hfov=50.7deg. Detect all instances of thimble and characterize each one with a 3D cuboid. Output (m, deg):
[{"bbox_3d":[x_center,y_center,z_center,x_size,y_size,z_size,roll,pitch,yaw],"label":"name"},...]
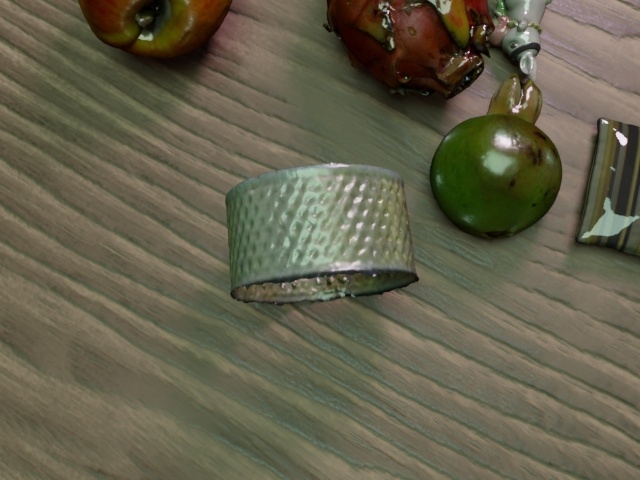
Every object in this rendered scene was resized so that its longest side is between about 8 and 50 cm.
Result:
[{"bbox_3d":[0.000,0.000,0.952,0.271,0.271,0.150,-7,78,5],"label":"thimble"}]

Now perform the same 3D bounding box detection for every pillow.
[{"bbox_3d":[0.507,-0.069,1.020,0.212,0.052,0.208,15,80,6],"label":"pillow"}]

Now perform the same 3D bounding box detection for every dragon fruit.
[{"bbox_3d":[0.137,-0.359,1.022,0.315,0.250,0.250,35,85,25],"label":"dragon fruit"}]

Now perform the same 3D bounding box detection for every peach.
[{"bbox_3d":[-0.260,-0.425,1.069,0.281,0.238,0.281,-24,52,35],"label":"peach"}]

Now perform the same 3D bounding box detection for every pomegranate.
[{"bbox_3d":[0.281,-0.120,0.999,0.241,0.159,0.190,-41,80,-7],"label":"pomegranate"}]

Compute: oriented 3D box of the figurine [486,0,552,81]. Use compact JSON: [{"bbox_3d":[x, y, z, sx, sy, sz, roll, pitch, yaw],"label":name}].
[{"bbox_3d":[0.313,-0.326,1.083,0.098,0.081,0.146,7,85,51],"label":"figurine"}]
